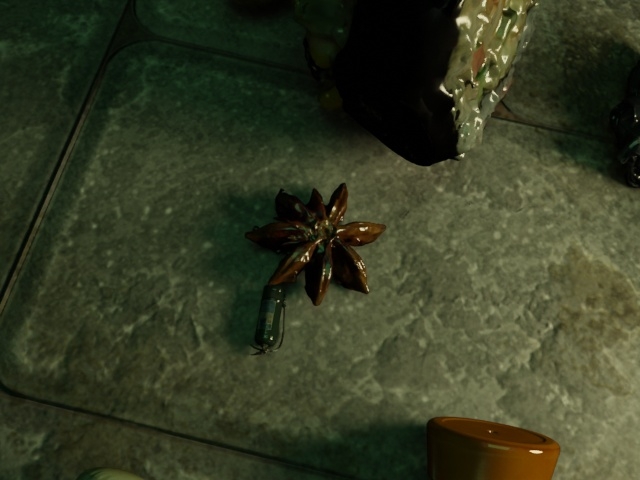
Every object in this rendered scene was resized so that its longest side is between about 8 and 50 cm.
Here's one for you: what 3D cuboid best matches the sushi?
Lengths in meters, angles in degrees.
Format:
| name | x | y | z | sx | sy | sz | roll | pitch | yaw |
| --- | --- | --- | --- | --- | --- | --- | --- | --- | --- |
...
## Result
| name | x | y | z | sx | sy | sz | roll | pitch | yaw |
| --- | --- | --- | --- | --- | --- | --- | --- | --- | --- |
| sushi | 0.088 | -0.275 | 0.945 | 0.286 | 0.328 | 0.328 | 19 | 78 | 20 |

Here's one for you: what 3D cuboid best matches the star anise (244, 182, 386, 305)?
| name | x | y | z | sx | sy | sz | roll | pitch | yaw |
| --- | --- | --- | --- | --- | --- | --- | --- | --- | --- |
| star anise | 0.000 | -0.001 | 0.935 | 0.168 | 0.057 | 0.167 | 1 | 64 | -2 |

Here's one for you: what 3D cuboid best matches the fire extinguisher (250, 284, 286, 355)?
| name | x | y | z | sx | sy | sz | roll | pitch | yaw |
| --- | --- | --- | --- | --- | --- | --- | --- | --- | --- |
| fire extinguisher | -0.056 | 0.093 | 0.905 | 0.038 | 0.025 | 0.083 | 20 | 63 | -20 |

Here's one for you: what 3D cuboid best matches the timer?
| name | x | y | z | sx | sy | sz | roll | pitch | yaw |
| --- | --- | --- | --- | --- | --- | --- | --- | --- | --- |
| timer | 0.161 | 0.264 | 0.803 | 0.132 | 0.132 | 0.152 | 9 | 87 | 0 |

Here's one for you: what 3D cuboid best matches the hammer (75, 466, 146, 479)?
| name | x | y | z | sx | sy | sz | roll | pitch | yaw |
| --- | --- | --- | --- | --- | --- | --- | --- | --- | --- |
| hammer | -0.133 | 0.356 | 0.737 | 0.306 | 0.113 | 0.201 | 28 | 69 | 4 |

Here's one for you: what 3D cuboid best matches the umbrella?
| name | x | y | z | sx | sy | sz | roll | pitch | yaw |
| --- | --- | --- | --- | --- | --- | --- | --- | --- | --- |
| umbrella | 0.417 | -0.173 | 1.046 | 0.071 | 0.080 | 0.224 | -1 | 55 | 34 |

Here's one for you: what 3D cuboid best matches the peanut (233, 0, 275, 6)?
| name | x | y | z | sx | sy | sz | roll | pitch | yaw |
| --- | --- | --- | --- | --- | --- | --- | --- | --- | --- |
| peanut | -0.048 | -0.416 | 1.094 | 0.137 | 0.122 | 0.253 | 39 | 65 | 22 |
